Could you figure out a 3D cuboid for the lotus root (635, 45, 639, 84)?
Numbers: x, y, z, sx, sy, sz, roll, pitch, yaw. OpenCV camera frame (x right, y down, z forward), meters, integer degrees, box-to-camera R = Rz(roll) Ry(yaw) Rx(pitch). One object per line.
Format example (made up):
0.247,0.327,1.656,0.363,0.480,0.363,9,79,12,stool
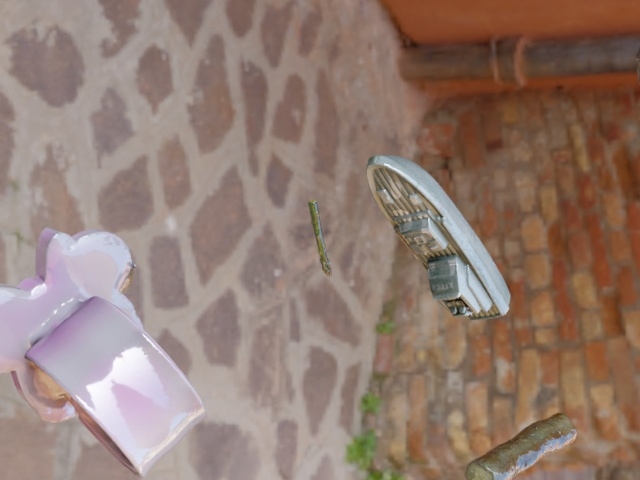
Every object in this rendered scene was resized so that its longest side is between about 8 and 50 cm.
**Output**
0.506,-0.217,1.476,0.214,0.138,0.138,36,49,-19,lotus root

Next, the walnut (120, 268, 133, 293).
-0.447,0.063,2.189,0.162,0.140,0.140,34,56,-40,walnut

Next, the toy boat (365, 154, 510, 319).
0.130,0.000,1.271,0.260,0.078,0.085,51,49,-27,toy boat

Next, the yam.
0.312,0.321,1.708,0.253,0.061,0.061,-16,102,-46,yam

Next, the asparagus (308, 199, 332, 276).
0.000,0.000,1.501,0.015,0.014,0.114,-26,114,-35,asparagus

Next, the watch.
-0.234,0.130,1.228,0.211,0.217,0.248,-43,136,-21,watch
